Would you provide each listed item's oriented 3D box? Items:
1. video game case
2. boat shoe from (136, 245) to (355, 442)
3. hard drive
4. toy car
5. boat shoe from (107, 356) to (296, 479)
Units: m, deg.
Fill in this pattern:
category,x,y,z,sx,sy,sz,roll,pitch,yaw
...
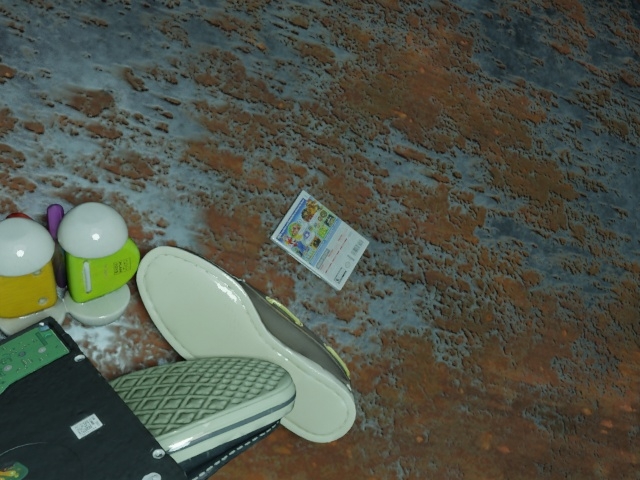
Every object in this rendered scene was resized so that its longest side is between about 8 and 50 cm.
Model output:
category,x,y,z,sx,sy,sz,roll,pitch,yaw
video game case,0.000,0.000,1.143,0.122,0.011,0.087,38,66,-12
boat shoe,-0.087,0.118,1.029,0.324,0.097,0.116,40,106,-8
hard drive,-0.281,0.217,0.750,0.237,0.339,0.064,-29,129,-26
toy car,-0.303,0.019,0.942,0.182,0.159,0.136,-14,46,-23
boat shoe,-0.247,0.272,0.873,0.500,0.187,0.156,-26,113,-22
